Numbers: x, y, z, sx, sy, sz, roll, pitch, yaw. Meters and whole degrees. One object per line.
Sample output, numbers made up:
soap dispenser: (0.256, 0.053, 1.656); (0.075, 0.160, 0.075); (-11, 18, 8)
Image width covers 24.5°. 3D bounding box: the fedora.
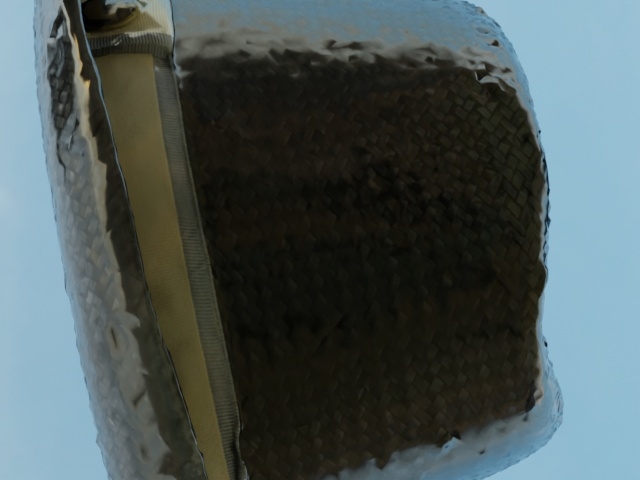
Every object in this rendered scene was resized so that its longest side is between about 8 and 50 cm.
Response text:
fedora: (0.000, 0.000, 0.539); (0.153, 0.334, 0.334); (-11, -96, -2)
